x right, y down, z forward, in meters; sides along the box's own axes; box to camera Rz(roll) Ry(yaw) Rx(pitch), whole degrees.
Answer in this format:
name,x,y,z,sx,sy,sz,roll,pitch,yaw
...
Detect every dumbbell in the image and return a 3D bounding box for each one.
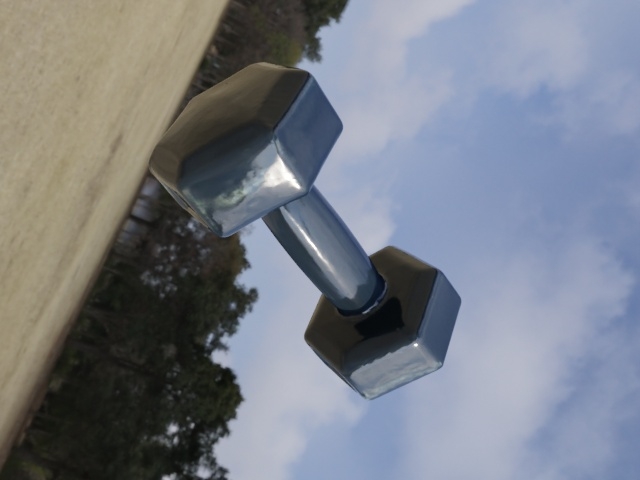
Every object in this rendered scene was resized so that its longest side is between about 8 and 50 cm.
name,x,y,z,sx,sy,sz,roll,pitch,yaw
dumbbell,-0.001,0.000,0.600,0.156,0.316,0.144,-28,-145,15
